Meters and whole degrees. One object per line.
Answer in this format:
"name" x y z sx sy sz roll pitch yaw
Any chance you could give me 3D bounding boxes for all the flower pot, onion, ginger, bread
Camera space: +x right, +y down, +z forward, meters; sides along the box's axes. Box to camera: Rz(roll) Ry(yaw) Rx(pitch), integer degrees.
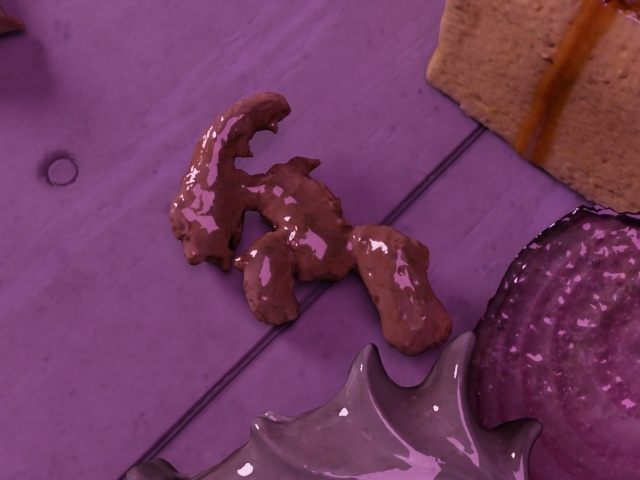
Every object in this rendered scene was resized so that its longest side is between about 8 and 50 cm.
"flower pot" -0.010 0.230 0.682 0.367 0.164 0.254 -26 82 -3
"onion" 0.232 0.112 0.795 0.250 0.111 0.247 29 99 5
"ginger" -0.013 0.009 0.837 0.149 0.065 0.259 -42 83 -6
"bread" 0.257 -0.194 0.877 0.263 0.198 0.236 38 63 12

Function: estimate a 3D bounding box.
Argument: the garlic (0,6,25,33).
"garlic" -0.385 -0.276 0.900 0.128 0.148 0.267 -28 74 23
